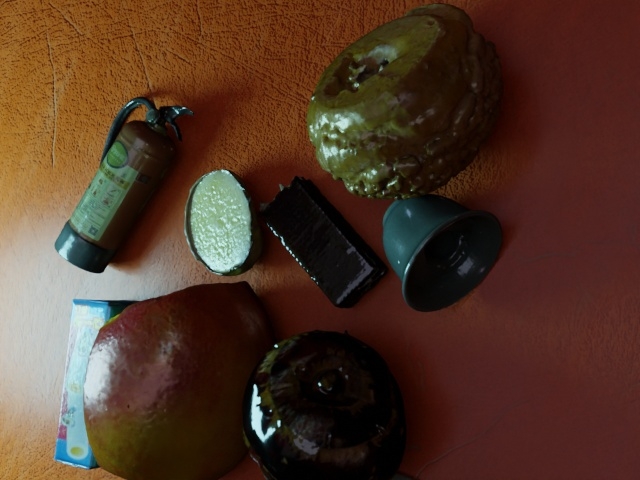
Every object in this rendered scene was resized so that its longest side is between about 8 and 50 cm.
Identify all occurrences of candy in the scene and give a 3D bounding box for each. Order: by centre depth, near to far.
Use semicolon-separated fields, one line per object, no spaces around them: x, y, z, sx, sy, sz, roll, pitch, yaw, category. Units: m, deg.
-0.400;0.265;1.918;0.100;0.157;0.305;4;89;26;candy

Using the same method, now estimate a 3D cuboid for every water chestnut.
0.002;0.307;1.683;0.300;0.300;0.300;-2;85;25;water chestnut

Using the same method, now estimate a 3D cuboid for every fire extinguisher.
-0.394;-0.136;1.969;0.200;0.113;0.376;40;103;23;fire extinguisher

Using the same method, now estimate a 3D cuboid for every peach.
-0.236;0.246;1.791;0.306;0.242;0.380;8;85;14;peach

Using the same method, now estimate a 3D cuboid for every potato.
-0.164;-0.032;1.874;0.164;0.081;0.200;-28;72;29;potato

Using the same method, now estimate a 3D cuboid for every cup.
0.176;-0.004;1.673;0.199;0.199;0.150;-54;49;12;cup

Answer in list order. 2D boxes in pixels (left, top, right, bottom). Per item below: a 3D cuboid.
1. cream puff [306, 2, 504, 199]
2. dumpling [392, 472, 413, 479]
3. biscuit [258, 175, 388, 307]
0.146;-0.210;1.647;0.327;0.231;0.343;-17;35;38;cream puff
0.063;0.526;1.651;0.321;0.212;0.270;37;105;22;dumpling
0.000;0.000;1.798;0.106;0.070;0.252;-47;70;14;biscuit
